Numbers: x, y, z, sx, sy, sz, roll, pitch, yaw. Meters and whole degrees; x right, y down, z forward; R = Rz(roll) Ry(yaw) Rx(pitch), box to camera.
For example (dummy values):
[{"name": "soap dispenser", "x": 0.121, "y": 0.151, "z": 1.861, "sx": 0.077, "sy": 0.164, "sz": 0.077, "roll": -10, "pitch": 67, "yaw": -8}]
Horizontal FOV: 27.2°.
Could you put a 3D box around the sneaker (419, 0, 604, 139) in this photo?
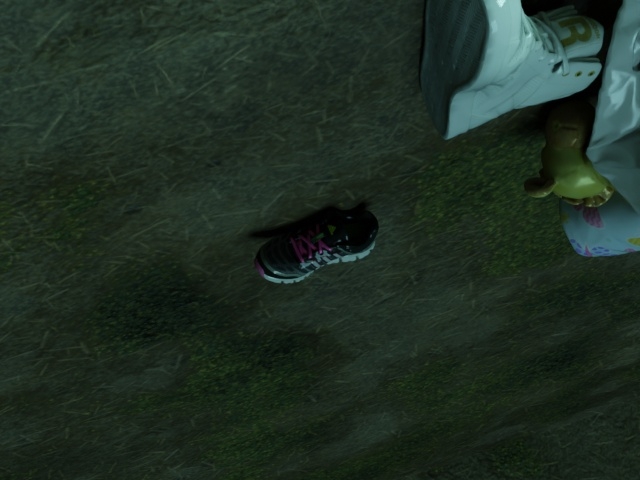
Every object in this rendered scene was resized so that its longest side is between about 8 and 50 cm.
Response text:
[{"name": "sneaker", "x": 0.192, "y": -0.199, "z": 1.258, "sx": 0.169, "sy": 0.108, "sz": 0.292, "roll": -19, "pitch": 168, "yaw": -6}]

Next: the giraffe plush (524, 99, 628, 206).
[{"name": "giraffe plush", "x": 0.331, "y": -0.106, "z": 1.521, "sx": 0.170, "sy": 0.210, "sz": 0.181, "roll": -1, "pitch": 171, "yaw": 40}]

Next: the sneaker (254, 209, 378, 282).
[{"name": "sneaker", "x": 0.000, "y": 0.000, "z": 1.596, "sx": 0.170, "sy": 0.063, "sz": 0.075, "roll": -14, "pitch": 158, "yaw": -26}]

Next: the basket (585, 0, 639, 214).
[{"name": "basket", "x": 0.466, "y": -0.136, "z": 1.218, "sx": 0.266, "sy": 0.331, "sz": 0.328, "roll": -14, "pitch": 134, "yaw": -21}]

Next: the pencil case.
[{"name": "pencil case", "x": 0.427, "y": -0.056, "z": 1.656, "sx": 0.113, "sy": 0.124, "sz": 0.273, "roll": 26, "pitch": 155, "yaw": -29}]
